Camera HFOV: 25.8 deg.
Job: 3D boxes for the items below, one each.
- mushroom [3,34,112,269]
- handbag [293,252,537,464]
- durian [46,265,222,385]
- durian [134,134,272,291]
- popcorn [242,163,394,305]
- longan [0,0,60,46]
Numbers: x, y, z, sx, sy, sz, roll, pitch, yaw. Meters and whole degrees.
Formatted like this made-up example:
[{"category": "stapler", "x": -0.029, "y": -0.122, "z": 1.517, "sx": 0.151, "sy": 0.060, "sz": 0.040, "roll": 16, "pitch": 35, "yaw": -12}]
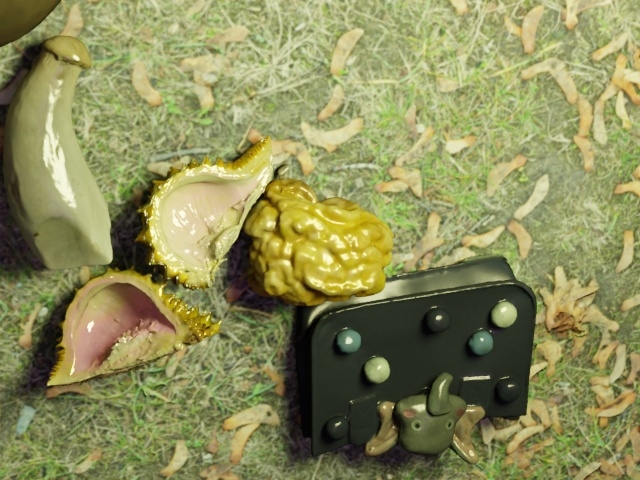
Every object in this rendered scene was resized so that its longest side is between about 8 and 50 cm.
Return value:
[{"category": "mushroom", "x": -0.309, "y": -0.099, "z": 1.611, "sx": 0.118, "sy": 0.103, "sz": 0.270, "roll": -10, "pitch": 111, "yaw": -16}, {"category": "handbag", "x": 0.133, "y": 0.178, "z": 1.890, "sx": 0.325, "sy": 0.118, "sz": 0.269, "roll": -10, "pitch": 117, "yaw": -14}, {"category": "durian", "x": -0.229, "y": 0.117, "z": 1.712, "sx": 0.165, "sy": 0.132, "sz": 0.182, "roll": 28, "pitch": 120, "yaw": -26}, {"category": "durian", "x": -0.139, "y": -0.045, "z": 1.715, "sx": 0.140, "sy": 0.078, "sz": 0.224, "roll": 46, "pitch": 74, "yaw": -12}, {"category": "popcorn", "x": -0.009, "y": 0.017, "z": 1.751, "sx": 0.194, "sy": 0.140, "sz": 0.163, "roll": 27, "pitch": 96, "yaw": -26}, {"category": "longan", "x": -0.365, "y": -0.294, "z": 1.451, "sx": 0.220, "sy": 0.196, "sz": 0.196, "roll": 7, "pitch": 110, "yaw": -29}]
